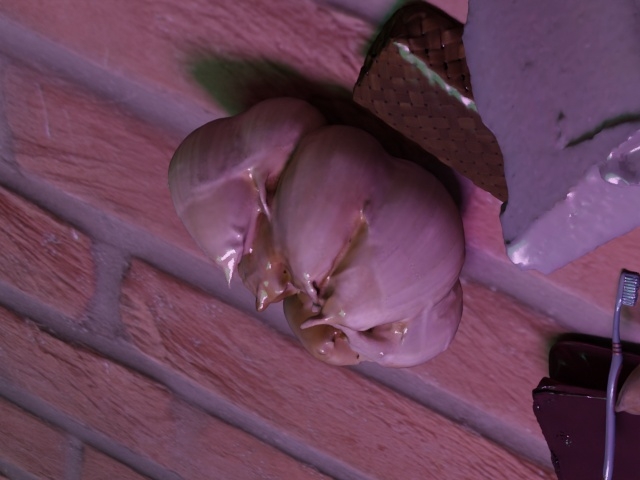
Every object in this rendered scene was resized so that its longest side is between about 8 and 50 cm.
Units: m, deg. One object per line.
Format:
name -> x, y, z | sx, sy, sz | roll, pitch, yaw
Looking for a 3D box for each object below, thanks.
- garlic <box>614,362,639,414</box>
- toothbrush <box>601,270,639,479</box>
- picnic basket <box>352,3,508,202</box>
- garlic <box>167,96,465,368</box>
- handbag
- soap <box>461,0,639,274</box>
garlic -> 0.392, 0.106, 1.198 | 0.318, 0.112, 0.143 | 6, 149, 23
toothbrush -> 0.256, 0.122, 1.311 | 0.019, 0.013, 0.193 | 8, 99, 20
picnic basket -> 0.119, -0.100, 1.211 | 0.193, 0.055, 0.110 | 33, 146, -4
garlic -> 0.015, -0.003, 1.290 | 0.185, 0.203, 0.281 | -29, 111, 32
handbag -> 0.309, 0.190, 1.403 | 0.203, 0.074, 0.216 | 8, 141, 32
soap -> 0.139, -0.172, 0.925 | 0.302, 0.257, 0.159 | 45, 145, -17
